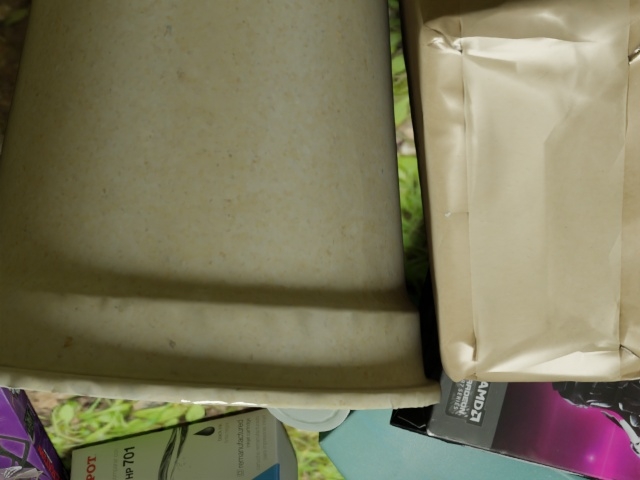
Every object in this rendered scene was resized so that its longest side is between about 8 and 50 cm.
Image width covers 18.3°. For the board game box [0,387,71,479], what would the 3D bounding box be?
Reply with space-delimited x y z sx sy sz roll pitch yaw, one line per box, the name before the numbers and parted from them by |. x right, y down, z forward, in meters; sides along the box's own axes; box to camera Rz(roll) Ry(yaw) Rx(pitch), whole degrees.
board game box | -0.414 0.190 1.718 0.347 0.056 0.208 -12 128 9

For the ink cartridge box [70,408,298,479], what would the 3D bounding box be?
ink cartridge box | -0.117 0.237 1.712 0.191 0.139 0.082 -12 134 8

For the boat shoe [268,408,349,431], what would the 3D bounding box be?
boat shoe | 0.000 0.000 1.508 0.114 0.091 0.302 15 123 10

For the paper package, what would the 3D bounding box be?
paper package | 0.137 -0.127 1.258 0.168 0.325 0.309 -5 134 2

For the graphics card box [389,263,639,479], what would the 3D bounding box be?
graphics card box | 0.258 0.079 1.534 0.371 0.094 0.232 17 86 -16

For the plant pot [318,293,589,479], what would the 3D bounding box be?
plant pot | 0.123 0.159 1.647 0.234 0.165 0.165 33 124 -20

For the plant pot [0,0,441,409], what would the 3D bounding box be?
plant pot | -0.079 -0.058 1.290 0.334 0.334 0.305 3 90 -6
